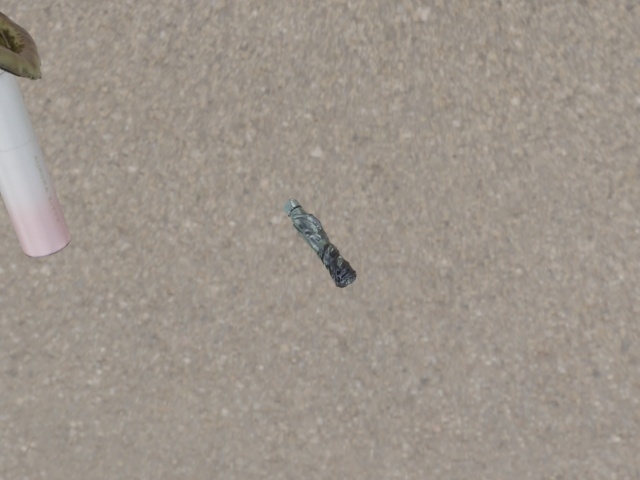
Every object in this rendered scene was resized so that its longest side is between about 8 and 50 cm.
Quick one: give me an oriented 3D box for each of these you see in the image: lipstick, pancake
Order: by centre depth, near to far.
[{"bbox_3d":[-0.150,-0.096,0.369,0.115,0.115,0.011,39,99,-18],"label":"pancake"},{"bbox_3d":[-0.507,-0.130,1.650,0.087,0.087,0.327,-6,121,8],"label":"lipstick"}]

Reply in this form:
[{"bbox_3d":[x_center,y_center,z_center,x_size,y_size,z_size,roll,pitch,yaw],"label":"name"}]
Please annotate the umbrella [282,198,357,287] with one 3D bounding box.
[{"bbox_3d":[0.000,0.000,1.705,0.050,0.046,0.188,-48,63,24],"label":"umbrella"}]
